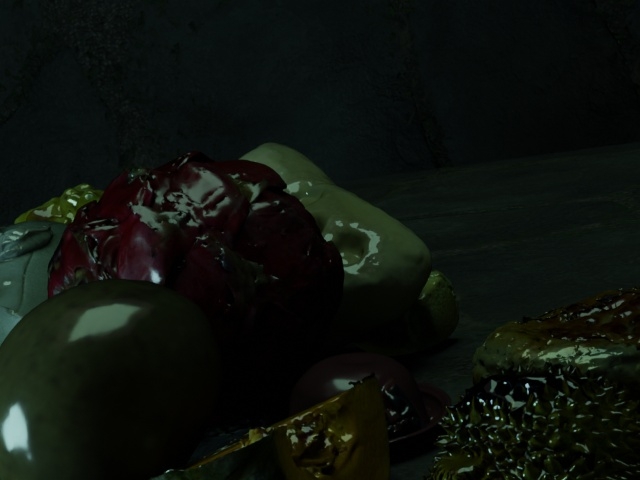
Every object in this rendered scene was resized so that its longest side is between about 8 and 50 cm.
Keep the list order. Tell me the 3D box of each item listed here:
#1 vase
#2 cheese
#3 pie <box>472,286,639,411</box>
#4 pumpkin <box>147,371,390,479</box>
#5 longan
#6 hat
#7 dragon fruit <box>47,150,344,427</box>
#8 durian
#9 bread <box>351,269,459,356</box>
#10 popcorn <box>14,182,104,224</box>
[{"bbox_3d":[-0.363,0.116,1.943,0.250,0.250,0.445,-8,12,3],"label":"vase"},{"bbox_3d":[0.000,0.000,2.010,0.328,0.129,0.351,-12,45,33],"label":"cheese"},{"bbox_3d":[0.289,0.118,1.700,0.308,0.085,0.308,-9,10,2],"label":"pie"},{"bbox_3d":[-0.048,0.217,1.436,0.163,0.111,0.278,-21,-1,25],"label":"pumpkin"},{"bbox_3d":[-0.208,0.158,1.511,0.215,0.246,0.246,15,-3,-29],"label":"longan"},{"bbox_3d":[0.035,0.165,1.649,0.205,0.089,0.205,-8,10,1],"label":"hat"},{"bbox_3d":[-0.139,0.056,1.758,0.329,0.329,0.329,-9,9,1],"label":"dragon fruit"},{"bbox_3d":[0.161,0.175,1.312,0.237,0.138,0.193,-18,13,-42],"label":"durian"},{"bbox_3d":[0.090,0.100,2.009,0.156,0.103,0.110,-13,20,16],"label":"bread"},{"bbox_3d":[-0.361,0.048,2.371,0.258,0.224,0.270,-32,28,-26],"label":"popcorn"}]
